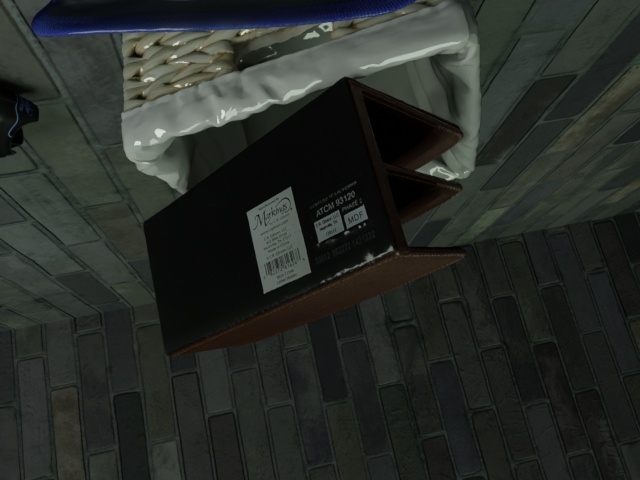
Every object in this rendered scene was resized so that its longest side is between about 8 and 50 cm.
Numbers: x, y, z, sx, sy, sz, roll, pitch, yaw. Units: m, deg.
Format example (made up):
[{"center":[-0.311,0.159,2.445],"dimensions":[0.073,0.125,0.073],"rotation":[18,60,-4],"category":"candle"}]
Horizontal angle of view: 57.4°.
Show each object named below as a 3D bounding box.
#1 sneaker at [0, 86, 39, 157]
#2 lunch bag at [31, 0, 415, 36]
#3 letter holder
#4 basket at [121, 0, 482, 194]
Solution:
[{"center":[-0.487,-0.137,0.830],"dimensions":[0.232,0.081,0.090],"rotation":[-27,151,37],"category":"sneaker"},{"center":[-0.094,-0.245,0.333],"dimensions":[0.328,0.239,0.385],"rotation":[1,-164,14],"category":"lunch bag"},{"center":[0.000,0.000,0.602],"dimensions":[0.302,0.152,0.214],"rotation":[-27,160,37],"category":"letter holder"},{"center":[-0.014,-0.197,0.661],"dimensions":[0.328,0.266,0.331],"rotation":[-16,164,9],"category":"basket"}]
